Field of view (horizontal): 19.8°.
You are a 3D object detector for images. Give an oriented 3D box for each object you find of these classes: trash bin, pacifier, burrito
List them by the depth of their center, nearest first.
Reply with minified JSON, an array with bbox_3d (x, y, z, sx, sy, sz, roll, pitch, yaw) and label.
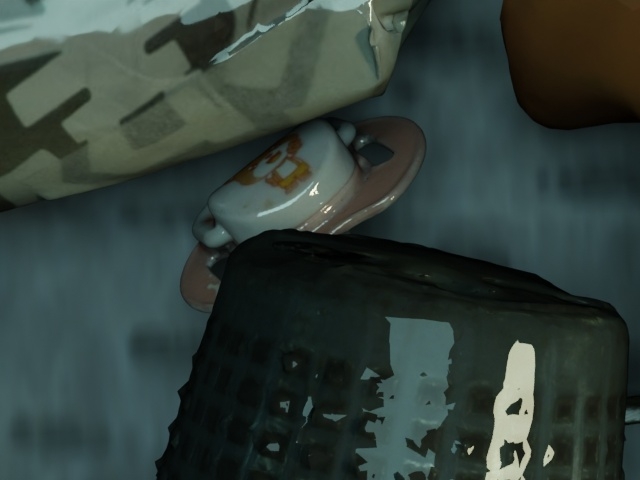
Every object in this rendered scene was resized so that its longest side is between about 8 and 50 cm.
[{"bbox_3d":[0.020,0.084,0.542,0.175,0.175,0.161,12,97,6],"label":"trash bin"},{"bbox_3d":[-0.159,-0.068,0.628,0.445,0.101,0.139,-13,73,4],"label":"burrito"},{"bbox_3d":[0.000,0.000,0.633,0.099,0.081,0.078,-39,114,-6],"label":"pacifier"}]

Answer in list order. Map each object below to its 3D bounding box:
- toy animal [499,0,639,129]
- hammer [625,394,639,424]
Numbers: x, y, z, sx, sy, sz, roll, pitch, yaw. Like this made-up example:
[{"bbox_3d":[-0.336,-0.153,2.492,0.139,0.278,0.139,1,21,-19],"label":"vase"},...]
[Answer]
[{"bbox_3d":[0.213,0.011,0.520,0.216,0.191,0.338,-26,68,-10],"label":"toy animal"},{"bbox_3d":[0.179,0.047,0.626,0.292,0.029,0.058,-8,85,2],"label":"hammer"}]
